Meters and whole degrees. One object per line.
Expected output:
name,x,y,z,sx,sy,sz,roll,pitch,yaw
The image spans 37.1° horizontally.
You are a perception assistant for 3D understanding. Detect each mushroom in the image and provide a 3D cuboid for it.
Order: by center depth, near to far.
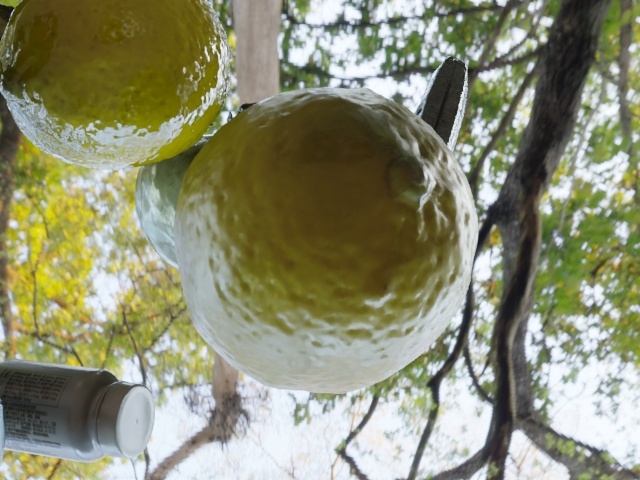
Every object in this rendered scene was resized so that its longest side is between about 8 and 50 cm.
mushroom,-0.099,-0.056,1.376,0.352,0.352,0.260,5,-106,0

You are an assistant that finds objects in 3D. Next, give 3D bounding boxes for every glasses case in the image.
glasses case,0.148,-0.134,1.277,0.067,0.109,0.282,17,-127,2

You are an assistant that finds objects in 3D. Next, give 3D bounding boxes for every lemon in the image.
lemon,0.000,0.000,0.979,0.336,0.336,0.336,1,-119,-2
lemon,-0.237,-0.207,1.142,0.319,0.245,0.245,-19,-120,-45

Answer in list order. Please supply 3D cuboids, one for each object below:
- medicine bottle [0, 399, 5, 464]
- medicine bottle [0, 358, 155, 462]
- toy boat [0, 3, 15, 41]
medicine bottle,-0.331,0.128,0.695,0.258,0.079,0.124,24,-90,29
medicine bottle,-0.217,0.146,0.815,0.140,0.079,0.079,3,-121,22
toy boat,-0.477,-0.238,1.286,0.088,0.068,0.226,46,-119,-11
